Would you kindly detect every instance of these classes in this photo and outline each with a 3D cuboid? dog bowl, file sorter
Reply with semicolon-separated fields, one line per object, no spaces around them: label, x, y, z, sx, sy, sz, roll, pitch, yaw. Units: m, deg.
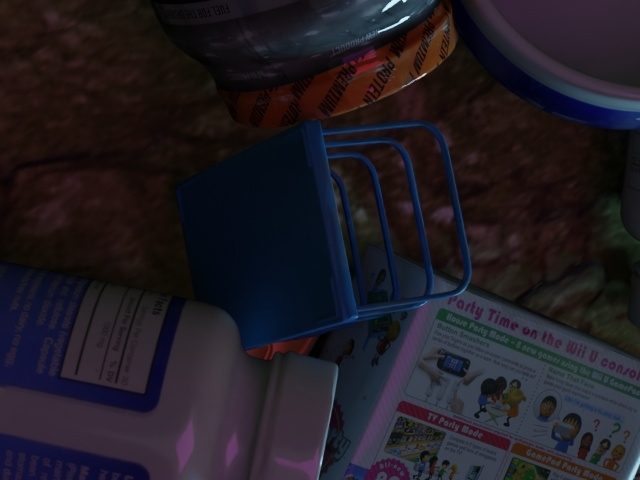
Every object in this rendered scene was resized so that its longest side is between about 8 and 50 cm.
dog bowl;0.205;-0.208;1.159;0.265;0.104;0.265;0;82;-1
file sorter;0.000;0.000;1.116;0.104;0.170;0.118;-6;82;-33

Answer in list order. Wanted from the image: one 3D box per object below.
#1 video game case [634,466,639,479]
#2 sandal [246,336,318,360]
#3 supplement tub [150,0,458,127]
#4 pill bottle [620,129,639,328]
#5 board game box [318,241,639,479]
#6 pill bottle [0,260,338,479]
video game case;0.165;0.228;1.347;0.248;0.035;0.275;5;100;-27
sandal;-0.072;0.122;1.181;0.102;0.076;0.265;36;85;-28
supplement tub;-0.037;-0.239;1.049;0.193;0.193;0.316;-27;112;-18
pill bottle;0.286;-0.048;1.288;0.131;0.131;0.229;-1;102;-26
board game box;0.081;0.185;1.223;0.224;0.097;0.303;23;93;-28
pill bottle;-0.133;0.100;1.047;0.272;0.152;0.152;12;97;-1
